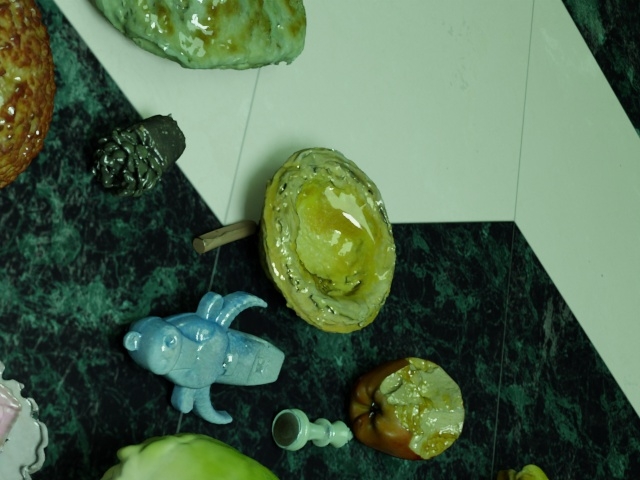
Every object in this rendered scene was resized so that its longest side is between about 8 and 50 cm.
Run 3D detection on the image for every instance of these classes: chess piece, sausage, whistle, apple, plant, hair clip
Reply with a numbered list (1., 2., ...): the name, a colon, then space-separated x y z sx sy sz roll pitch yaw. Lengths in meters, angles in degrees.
1. chess piece: -0.002 0.278 1.548 0.149 0.059 0.059 15 67 -49
2. sausage: -0.134 -0.007 1.520 0.116 0.026 0.026 -21 93 -48
3. whistle: -0.151 0.150 1.405 0.269 0.093 0.180 15 91 -43
4. apple: 0.122 0.255 1.616 0.158 0.147 0.156 7 77 -27
5. plant: -0.241 -0.114 1.398 0.143 0.092 0.094 -50 121 -51
6. hair clip: -0.377 0.243 1.111 0.173 0.069 0.300 51 17 -23

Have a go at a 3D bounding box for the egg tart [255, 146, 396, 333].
1. egg tart: 0.000 0.000 1.587 0.288 0.118 0.288 15 67 -40

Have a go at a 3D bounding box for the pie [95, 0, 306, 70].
1. pie: -0.169 -0.424 1.508 0.395 0.180 0.418 -33 109 -47

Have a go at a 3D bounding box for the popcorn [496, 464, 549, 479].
1. popcorn: 0.319 0.488 1.696 0.286 0.215 0.252 -8 90 -43

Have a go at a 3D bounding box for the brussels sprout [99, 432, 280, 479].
1. brussels sprout: -0.165 0.386 1.209 0.344 0.268 0.344 20 47 -23

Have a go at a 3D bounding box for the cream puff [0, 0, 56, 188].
1. cream puff: -0.425 -0.195 1.136 0.350 0.229 0.350 18 65 -44
